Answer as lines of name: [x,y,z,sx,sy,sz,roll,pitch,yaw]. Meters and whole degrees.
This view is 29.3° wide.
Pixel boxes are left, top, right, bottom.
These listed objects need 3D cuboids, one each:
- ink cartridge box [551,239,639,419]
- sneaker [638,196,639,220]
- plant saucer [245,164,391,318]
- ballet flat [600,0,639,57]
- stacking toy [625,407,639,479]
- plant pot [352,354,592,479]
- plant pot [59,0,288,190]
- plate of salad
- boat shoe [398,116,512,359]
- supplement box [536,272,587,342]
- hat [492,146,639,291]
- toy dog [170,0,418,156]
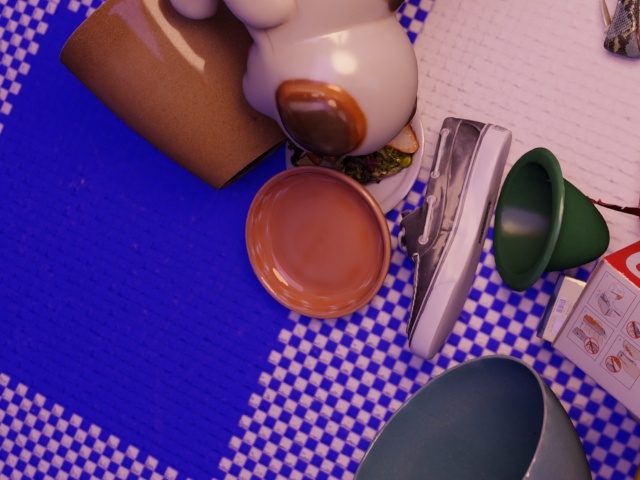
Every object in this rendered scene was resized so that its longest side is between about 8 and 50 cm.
ink cartridge box: [0.449,0.122,1.267,0.309,0.272,0.130,41,128,26]
sneaker: [0.517,-0.020,1.410,0.314,0.116,0.136,20,104,21]
plant saucer: [0.000,0.000,1.553,0.200,0.037,0.200,7,108,23]
ballet flat: [0.372,-0.316,1.486,0.070,0.070,0.188,5,84,16]
stacking toy: [0.459,0.309,1.332,0.351,0.350,0.479,-24,61,13]
plant pot: [0.200,0.304,1.400,0.290,0.290,0.195,-44,112,9]
plant pot: [-0.162,-0.197,1.562,0.237,0.237,0.254,-36,91,11]
plate of salad: [0.037,-0.120,1.558,0.200,0.048,0.199,-2,85,28]
boat shoe: [0.144,-0.007,1.503,0.102,0.108,0.301,16,88,17]
supplement box: [0.315,0.092,1.471,0.083,0.056,0.083,21,92,17]
hat: [0.328,-0.008,1.459,0.184,0.208,0.173,9,109,-15]
toy dog: [0.028,-0.300,1.400,0.396,0.284,0.407,11,111,15]
